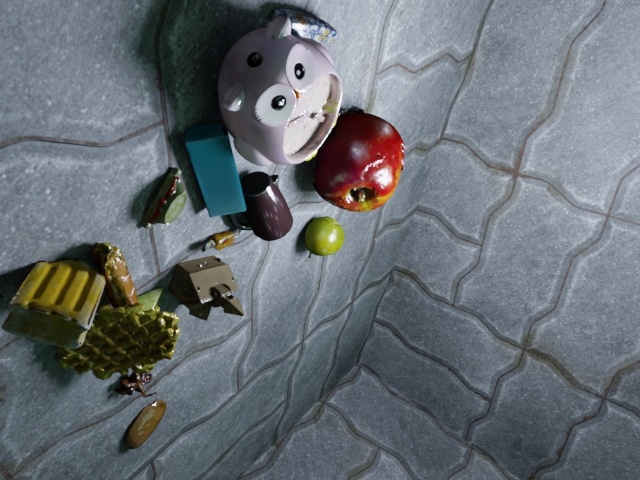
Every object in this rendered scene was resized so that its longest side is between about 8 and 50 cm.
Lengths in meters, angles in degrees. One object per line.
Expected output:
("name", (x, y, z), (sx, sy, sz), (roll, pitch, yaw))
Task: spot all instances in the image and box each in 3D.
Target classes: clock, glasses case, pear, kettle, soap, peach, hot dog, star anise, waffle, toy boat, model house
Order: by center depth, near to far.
("soap", (-0.585, 0.125, 1.146), (0.160, 0.258, 0.080), (22, 107, -21))
("hot dog", (-0.528, 0.110, 1.321), (0.072, 0.115, 0.269), (-22, 144, -25))
("clock", (-0.125, -0.390, 1.337), (0.369, 0.250, 0.376), (-57, 162, -1))
("toy boat", (-0.408, -0.101, 1.353), (0.185, 0.071, 0.089), (-59, 158, 4))
("waffle", (-0.537, 0.276, 1.375), (0.301, 0.068, 0.325), (11, 132, -31))
("glasses case", (-0.291, -0.192, 1.436), (0.117, 0.070, 0.301), (-10, 142, -5))
("glasses case", (-0.039, -0.605, 1.439), (0.247, 0.087, 0.065), (-20, 149, -55))
("model house", (-0.337, 0.188, 1.615), (0.180, 0.248, 0.176), (-12, 130, -57))
("kettle", (-0.207, -0.115, 1.676), (0.201, 0.144, 0.232), (-23, 142, -3))
("star anise", (-0.600, 0.485, 1.691), (0.097, 0.070, 0.191), (-56, 158, -11))
("peach", (0.146, -0.307, 1.951), (0.339, 0.352, 0.417), (104, -12, -48))
("pear", (0.000, 0.000, 2.169), (0.216, 0.166, 0.180), (-44, 176, 24))

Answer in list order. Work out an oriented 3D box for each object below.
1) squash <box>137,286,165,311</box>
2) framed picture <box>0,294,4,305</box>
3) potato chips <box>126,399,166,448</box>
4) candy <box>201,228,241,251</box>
("squash", (-0.587, 0.254, 1.502), (0.204, 0.154, 0.237), (-101, -148, -70))
("framed picture", (-0.798, 0.183, 1.015), (0.189, 0.023, 0.260), (-62, 155, 1))
("potato chips", (-0.638, 0.685, 1.877), (0.202, 0.049, 0.150), (-59, 162, -13))
("candy", (-0.327, -0.001, 1.661), (0.182, 0.046, 0.053), (-29, 140, -55))
